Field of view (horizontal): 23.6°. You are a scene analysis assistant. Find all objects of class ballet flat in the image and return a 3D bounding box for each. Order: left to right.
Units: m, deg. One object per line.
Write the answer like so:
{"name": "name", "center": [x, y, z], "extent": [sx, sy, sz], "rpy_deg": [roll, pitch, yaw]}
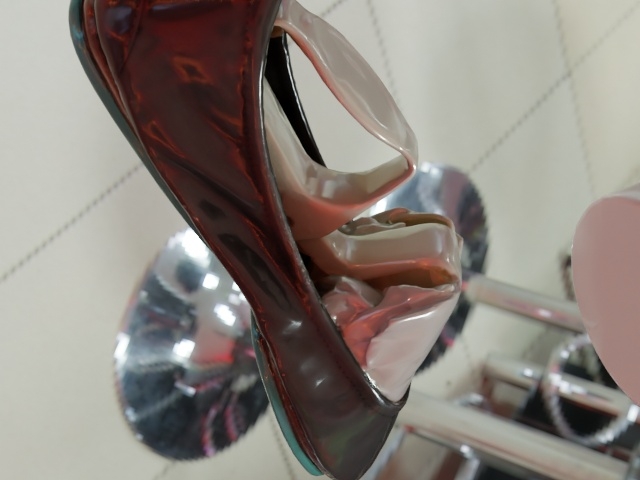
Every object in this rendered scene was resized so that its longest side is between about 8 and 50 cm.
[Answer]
{"name": "ballet flat", "center": [0.000, 0.000, 0.601], "extent": [0.095, 0.096, 0.280], "rpy_deg": [-86, 157, -44]}

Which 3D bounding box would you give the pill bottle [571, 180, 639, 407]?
{"name": "pill bottle", "center": [0.278, -0.003, 0.818], "extent": [0.264, 0.153, 0.153], "rpy_deg": [-18, 119, -20]}
